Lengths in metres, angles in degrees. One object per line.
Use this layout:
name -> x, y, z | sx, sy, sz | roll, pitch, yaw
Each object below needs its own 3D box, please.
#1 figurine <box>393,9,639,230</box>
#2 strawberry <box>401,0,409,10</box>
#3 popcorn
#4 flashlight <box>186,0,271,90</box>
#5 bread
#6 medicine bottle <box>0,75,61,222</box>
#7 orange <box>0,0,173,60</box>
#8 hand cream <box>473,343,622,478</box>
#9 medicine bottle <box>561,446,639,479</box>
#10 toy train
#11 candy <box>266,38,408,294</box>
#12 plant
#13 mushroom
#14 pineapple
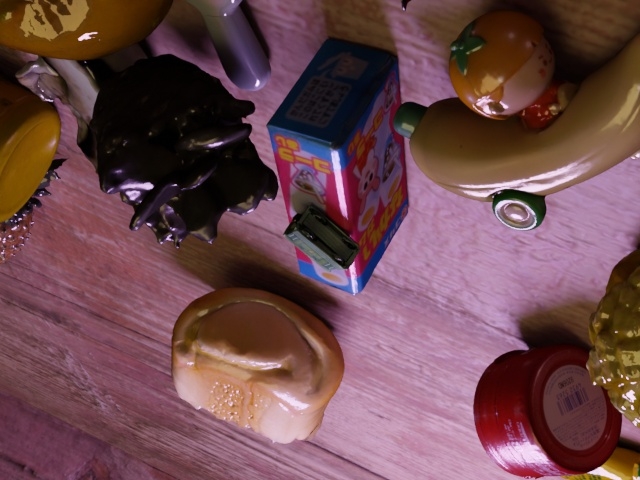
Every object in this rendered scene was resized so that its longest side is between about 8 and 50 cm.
figurine -> 0.216, -0.142, 1.025 | 0.222, 0.124, 0.325 | 43, 146, -15
strawberry -> 0.024, -0.311, 0.965 | 0.192, 0.085, 0.140 | 35, 172, 2
popcorn -> 0.430, 0.119, 1.167 | 0.206, 0.251, 0.236 | -23, 88, 29
flashlight -> -0.110, -0.262, 1.205 | 0.093, 0.047, 0.200 | 13, 149, 29
bread -> -0.108, 0.194, 1.765 | 0.316, 0.211, 0.270 | 18, 142, 6
medicine bottle -> -0.635, -0.207, 1.593 | 0.385, 0.224, 0.224 | 29, 151, 4
orange -> -0.285, -0.322, 1.073 | 0.279, 0.235, 0.279 | 10, 143, 7
hand cream -> 0.332, 0.249, 1.447 | 0.193, 0.193, 0.125 | 40, 150, -17
medicine bottle -> 0.499, 0.371, 1.610 | 0.261, 0.064, 0.095 | 1, 141, 43
toy train -> 0.000, 0.000, 1.198 | 0.093, 0.038, 0.056 | 40, 156, -16
candy -> 0.030, -0.083, 1.240 | 0.100, 0.157, 0.305 | 19, 149, 21
plant -> -0.167, -0.102, 1.213 | 0.188, 0.199, 0.276 | 61, 175, -38
mushroom -> -0.329, -0.230, 1.386 | 0.248, 0.130, 0.344 | 15, 147, 45
pineapple -> -0.592, -0.085, 1.844 | 0.166, 0.165, 0.364 | 35, 142, -8
